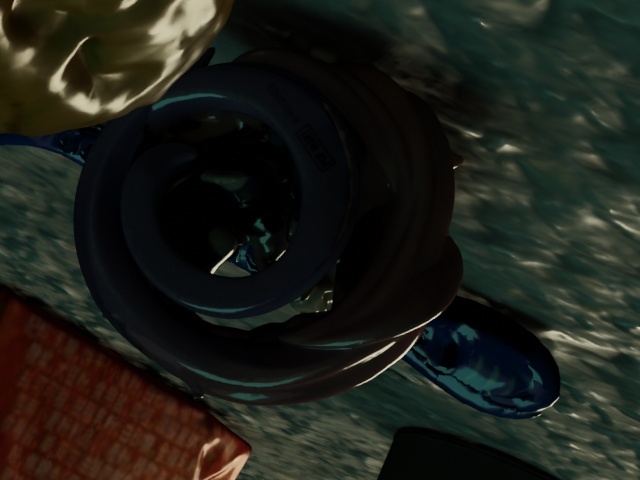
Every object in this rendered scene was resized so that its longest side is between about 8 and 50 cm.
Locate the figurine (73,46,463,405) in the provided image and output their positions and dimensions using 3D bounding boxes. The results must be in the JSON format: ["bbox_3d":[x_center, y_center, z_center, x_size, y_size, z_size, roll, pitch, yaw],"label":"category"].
[{"bbox_3d":[0.004,-0.007,0.605,0.157,0.114,0.126,0,-135,-55],"label":"figurine"}]

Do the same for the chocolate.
[{"bbox_3d":[-0.207,0.177,1.236,0.237,0.235,0.108,35,171,-33],"label":"chocolate"}]

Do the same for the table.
[{"bbox_3d":[0.098,0.161,1.065,0.133,0.043,0.133,22,164,7],"label":"table"}]

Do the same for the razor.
[{"bbox_3d":[-0.041,-0.007,0.747,0.324,0.093,0.056,25,-156,-13],"label":"razor"}]

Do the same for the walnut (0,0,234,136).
[{"bbox_3d":[-0.075,-0.097,0.362,0.144,0.144,0.180,18,159,21],"label":"walnut"}]
